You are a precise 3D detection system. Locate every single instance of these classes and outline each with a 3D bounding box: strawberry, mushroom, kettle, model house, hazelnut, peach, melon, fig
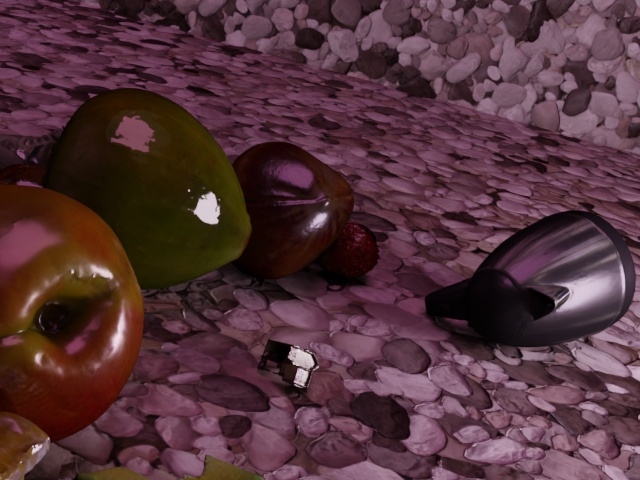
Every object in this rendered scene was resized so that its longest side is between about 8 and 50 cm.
[{"bbox_3d":[0.047,0.021,1.847,0.106,0.106,0.106,11,21,-4],"label":"strawberry"},{"bbox_3d":[-0.489,-0.085,1.816,0.170,0.080,0.135,6,11,-25],"label":"mushroom"},{"bbox_3d":[0.322,0.067,1.741,0.271,0.207,0.250,-18,42,-40],"label":"kettle"},{"bbox_3d":[-0.034,0.169,1.476,0.083,0.057,0.058,7,-17,47],"label":"model house"},{"bbox_3d":[-0.059,-0.044,1.761,0.229,0.230,0.229,11,21,-4],"label":"hazelnut"},{"bbox_3d":[-0.352,0.079,1.201,0.307,0.308,0.332,-6,11,-41],"label":"peach"},{"bbox_3d":[-0.148,0.271,1.122,0.209,0.064,0.118,-3,20,-41],"label":"melon"},{"bbox_3d":[-0.251,-0.061,1.618,0.316,0.316,0.316,11,21,-4],"label":"fig"}]

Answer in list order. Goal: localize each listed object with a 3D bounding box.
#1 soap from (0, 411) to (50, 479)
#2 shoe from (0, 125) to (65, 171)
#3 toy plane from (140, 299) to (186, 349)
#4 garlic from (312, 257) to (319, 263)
[{"bbox_3d":[-0.432,0.234,0.915,0.293,0.156,0.335,13,20,10],"label":"soap"},{"bbox_3d":[-0.475,-0.156,1.986,0.274,0.098,0.103,12,17,0],"label":"shoe"},{"bbox_3d":[-0.303,0.097,1.443,0.229,0.092,0.244,-15,35,-26],"label":"toy plane"},{"bbox_3d":[0.002,-0.007,1.918,0.152,0.066,0.084,-5,25,-34],"label":"garlic"}]
